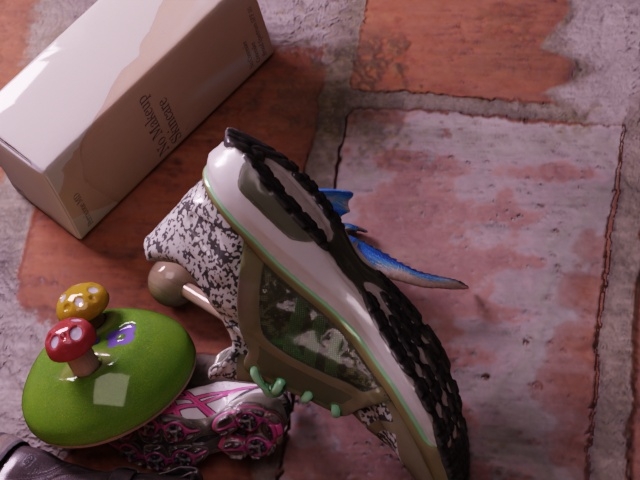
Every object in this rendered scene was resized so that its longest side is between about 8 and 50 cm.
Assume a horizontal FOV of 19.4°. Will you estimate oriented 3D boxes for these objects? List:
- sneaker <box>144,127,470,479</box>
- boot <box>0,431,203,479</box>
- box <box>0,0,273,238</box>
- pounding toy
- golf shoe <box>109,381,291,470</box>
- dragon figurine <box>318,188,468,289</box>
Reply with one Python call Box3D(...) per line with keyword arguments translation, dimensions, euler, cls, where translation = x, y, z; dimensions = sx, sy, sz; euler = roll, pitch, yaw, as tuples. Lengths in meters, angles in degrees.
Box3D(translation=(-0.013, 0.097, 1.774), dimensions=(0.182, 0.158, 0.410), euler=(-38, 86, 18), cls="sneaker")
Box3D(translation=(-0.252, 0.301, 1.766), dimensions=(0.229, 0.091, 0.263), euler=(14, 61, 20), cls="boot")
Box3D(translation=(-0.208, -0.169, 2.015), dimensions=(0.121, 0.148, 0.311), euler=(35, 73, 28), cls="box")
Box3D(translation=(-0.204, 0.088, 1.838), dimensions=(0.237, 0.110, 0.183), euler=(-35, 33, -17), cls="pounding toy")
Box3D(translation=(-0.118, 0.178, 1.838), dimensions=(0.186, 0.067, 0.086), euler=(-5, 27, 13), cls="golf shoe")
Box3D(translation=(0.000, 0.000, 1.900), dimensions=(0.289, 0.085, 0.144), euler=(-6, 58, 10), cls="dragon figurine")
